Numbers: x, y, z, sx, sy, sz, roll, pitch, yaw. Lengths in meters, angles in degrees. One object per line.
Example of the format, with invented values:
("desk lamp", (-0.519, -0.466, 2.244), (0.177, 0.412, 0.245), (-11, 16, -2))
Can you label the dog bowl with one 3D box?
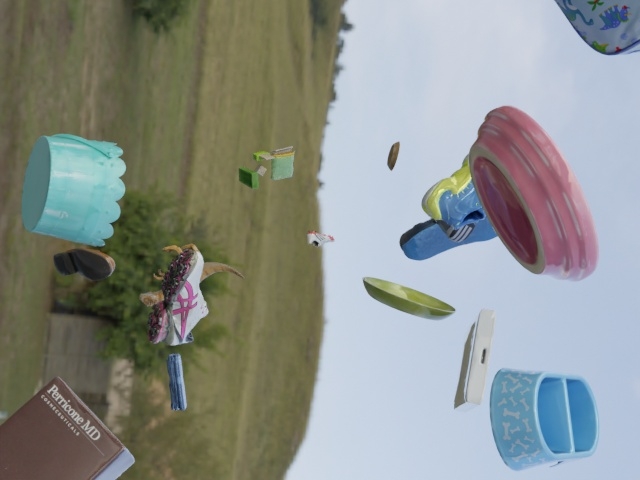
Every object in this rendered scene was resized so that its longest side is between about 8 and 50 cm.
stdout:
("dog bowl", (0.378, 0.291, 1.496), (0.074, 0.297, 0.166), (-13, -107, 35))

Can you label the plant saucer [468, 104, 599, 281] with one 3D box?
("plant saucer", (0.352, -0.069, 1.567), (0.332, 0.084, 0.332), (63, -6, 11))

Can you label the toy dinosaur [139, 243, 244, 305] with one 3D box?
("toy dinosaur", (-0.234, 0.058, 1.660), (0.064, 0.211, 0.112), (20, 49, -68))

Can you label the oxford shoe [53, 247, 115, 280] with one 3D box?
("oxford shoe", (-0.528, 0.042, 2.085), (0.212, 0.076, 0.076), (6, -66, 44))

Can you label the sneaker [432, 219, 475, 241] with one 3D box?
("sneaker", (0.344, -0.108, 2.080), (0.224, 0.083, 0.098), (-52, -134, 8))

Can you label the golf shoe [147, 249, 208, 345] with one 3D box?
("golf shoe", (-0.222, 0.093, 1.494), (0.186, 0.085, 0.067), (-64, -148, 29))

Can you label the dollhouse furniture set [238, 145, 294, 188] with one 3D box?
("dollhouse furniture set", (-0.107, -0.161, 2.052), (0.058, 0.151, 0.076), (28, -54, 46))

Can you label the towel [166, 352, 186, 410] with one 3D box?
("towel", (-0.307, 0.301, 1.930), (0.067, 0.029, 0.120), (120, -38, -86))

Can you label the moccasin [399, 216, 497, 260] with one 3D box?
("moccasin", (0.370, -0.055, 2.469), (0.117, 0.341, 0.138), (-127, -157, -68))

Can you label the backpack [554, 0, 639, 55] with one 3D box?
("backpack", (0.524, -0.507, 1.630), (0.290, 0.355, 0.273), (-28, -150, 39))

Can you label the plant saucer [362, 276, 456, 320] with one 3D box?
("plant saucer", (0.210, 0.145, 2.196), (0.241, 0.240, 0.037), (-144, -108, -74))

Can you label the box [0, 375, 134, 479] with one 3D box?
("box", (-0.533, 0.444, 1.582), (0.381, 0.191, 0.143), (-43, 166, -21))

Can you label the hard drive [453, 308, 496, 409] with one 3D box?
("hard drive", (0.347, 0.279, 2.057), (0.307, 0.040, 0.203), (75, 26, -76))

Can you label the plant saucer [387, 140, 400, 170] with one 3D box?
("plant saucer", (0.196, -0.231, 2.464), (0.083, 0.015, 0.084), (-166, -90, -83))

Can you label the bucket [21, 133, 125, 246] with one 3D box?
("bucket", (-0.619, -0.128, 2.255), (0.281, 0.183, 0.281), (-20, -114, 54))

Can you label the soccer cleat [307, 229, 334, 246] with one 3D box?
("soccer cleat", (0.000, 0.000, 2.146), (0.029, 0.083, 0.036), (-7, -106, 45))

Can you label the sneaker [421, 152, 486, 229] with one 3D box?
("sneaker", (0.335, -0.111, 1.948), (0.126, 0.240, 0.091), (45, -11, 19))
